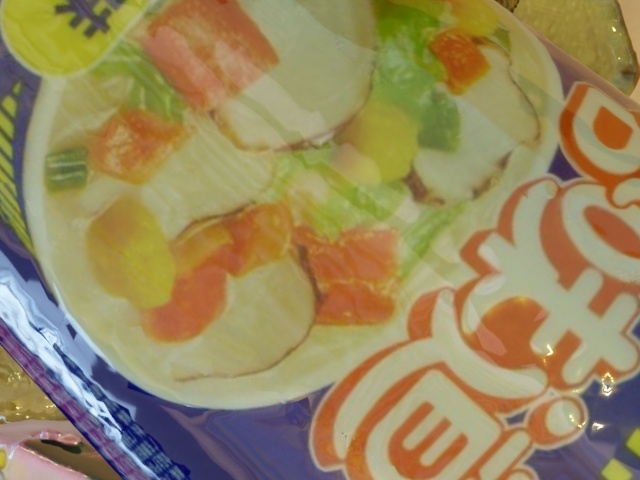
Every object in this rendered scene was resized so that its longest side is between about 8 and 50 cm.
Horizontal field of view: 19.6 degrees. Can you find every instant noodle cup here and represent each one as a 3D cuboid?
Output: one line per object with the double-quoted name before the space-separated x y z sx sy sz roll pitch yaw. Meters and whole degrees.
"instant noodle cup" 0.000 0.000 0.682 0.312 0.284 0.284 41 123 -4

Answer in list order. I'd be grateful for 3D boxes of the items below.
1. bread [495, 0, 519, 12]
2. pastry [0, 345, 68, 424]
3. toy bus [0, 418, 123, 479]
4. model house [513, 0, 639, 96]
"bread" 0.046 -0.123 0.845 0.094 0.090 0.035 7 123 17
"pastry" -0.187 0.072 1.290 0.257 0.236 0.120 9 103 31
"toy bus" -0.044 0.114 0.951 0.112 0.274 0.090 10 106 45
"model house" 0.104 -0.096 1.558 0.261 0.266 0.321 12 95 41
